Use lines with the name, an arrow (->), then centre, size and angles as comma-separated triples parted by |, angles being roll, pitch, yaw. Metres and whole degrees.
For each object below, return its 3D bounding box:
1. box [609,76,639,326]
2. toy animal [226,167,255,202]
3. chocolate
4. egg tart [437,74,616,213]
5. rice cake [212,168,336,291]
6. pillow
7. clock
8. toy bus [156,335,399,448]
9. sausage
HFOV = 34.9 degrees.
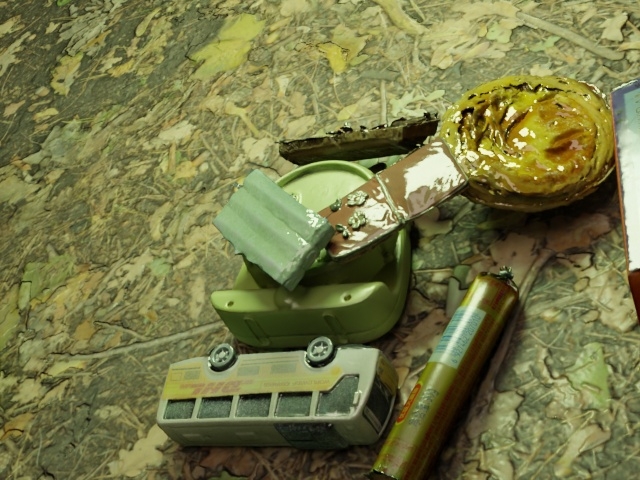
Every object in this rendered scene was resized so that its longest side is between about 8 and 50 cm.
box -> 0.524, -0.026, 1.200 | 0.318, 0.257, 0.349 | -11, 39, 22
toy animal -> -0.130, -0.094, 1.810 | 0.050, 0.028, 0.084 | 10, 57, 45
chocolate -> 0.057, -0.159, 1.668 | 0.102, 0.065, 0.329 | -7, 2, -39
egg tart -> 0.315, -0.140, 1.551 | 0.297, 0.132, 0.297 | -5, 50, 6
rice cake -> -0.074, -0.018, 1.512 | 0.127, 0.043, 0.237 | -51, 38, -3
pillow -> 0.100, -0.057, 1.472 | 0.232, 0.043, 0.126 | -32, 44, 3
clock -> 0.000, 0.000, 1.590 | 0.286, 0.117, 0.348 | -5, 49, 24
toy bus -> -0.066, 0.220, 1.440 | 0.342, 0.097, 0.138 | -5, 51, 26
sausage -> 0.175, 0.175, 1.365 | 0.082, 0.082, 0.371 | 11, 57, 36
